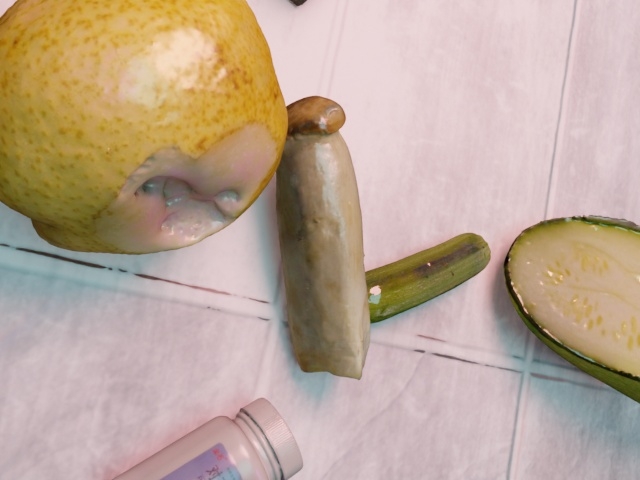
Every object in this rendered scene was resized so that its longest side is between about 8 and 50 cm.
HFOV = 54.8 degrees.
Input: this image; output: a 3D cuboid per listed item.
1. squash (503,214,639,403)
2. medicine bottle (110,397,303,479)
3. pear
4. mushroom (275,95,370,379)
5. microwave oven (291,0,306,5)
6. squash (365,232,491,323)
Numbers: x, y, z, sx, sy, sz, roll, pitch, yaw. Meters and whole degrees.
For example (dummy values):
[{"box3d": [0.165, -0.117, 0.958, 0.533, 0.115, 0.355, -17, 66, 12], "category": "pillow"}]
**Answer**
[{"box3d": [0.410, 0.079, 0.843, 0.309, 0.210, 0.233, 34, 61, -25], "category": "squash"}, {"box3d": [-0.118, 0.246, 0.627, 0.187, 0.103, 0.102, -26, 99, -25], "category": "medicine bottle"}, {"box3d": [-0.164, -0.110, 0.544, 0.271, 0.271, 0.271, 2, 86, -26], "category": "pear"}, {"box3d": [0.000, 0.000, 0.683, 0.081, 0.100, 0.312, -24, 111, -52], "category": "mushroom"}, {"box3d": [0.001, -0.410, 0.711, 0.163, 0.129, 0.205, 40, 70, -20], "category": "microwave oven"}, {"box3d": [0.125, 0.046, 0.782, 0.229, 0.066, 0.066, -21, 96, -27], "category": "squash"}]
